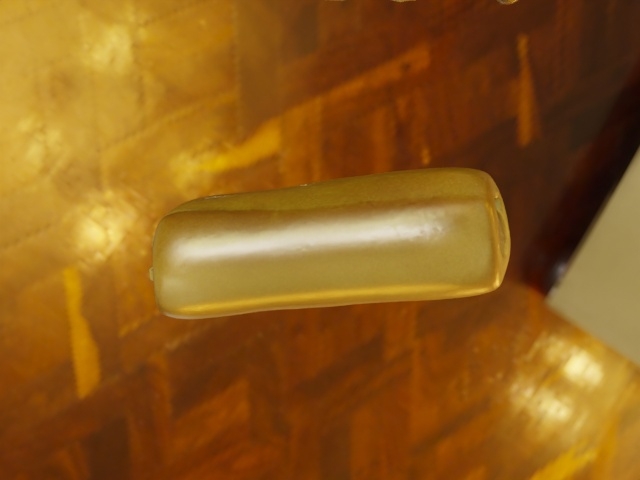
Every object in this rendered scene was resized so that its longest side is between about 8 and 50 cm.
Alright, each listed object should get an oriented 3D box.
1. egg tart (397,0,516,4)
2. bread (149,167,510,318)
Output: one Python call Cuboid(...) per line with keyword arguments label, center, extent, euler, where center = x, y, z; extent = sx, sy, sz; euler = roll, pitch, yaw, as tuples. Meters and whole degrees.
Cuboid(label="egg tart", center=(0.017, -0.227, 0.474), extent=(0.315, 0.315, 0.120), euler=(-64, 162, 11))
Cuboid(label="bread", center=(0.000, 0.000, 0.995), extent=(0.093, 0.239, 0.074), euler=(-82, 160, -45))
